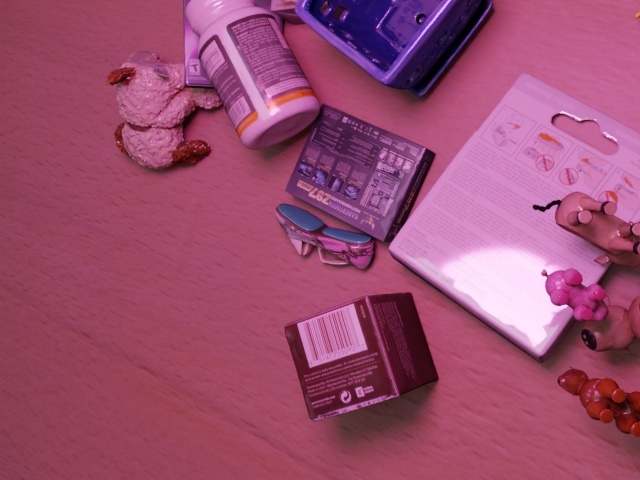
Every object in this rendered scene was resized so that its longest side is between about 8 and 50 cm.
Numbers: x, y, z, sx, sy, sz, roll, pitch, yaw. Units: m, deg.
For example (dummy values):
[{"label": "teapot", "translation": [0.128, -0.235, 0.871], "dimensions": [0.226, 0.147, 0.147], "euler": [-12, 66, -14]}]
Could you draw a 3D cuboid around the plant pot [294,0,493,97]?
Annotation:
[{"label": "plant pot", "translation": [0.140, -0.393, 1.255], "dimensions": [0.236, 0.212, 0.236], "euler": [45, 107, 22]}]

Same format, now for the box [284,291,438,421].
[{"label": "box", "translation": [0.074, 0.193, 1.271], "dimensions": [0.168, 0.203, 0.167], "euler": [-23, 78, 26]}]

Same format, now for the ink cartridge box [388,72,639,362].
[{"label": "ink cartridge box", "translation": [0.347, -0.044, 1.225], "dimensions": [0.308, 0.091, 0.385], "euler": [37, 88, 25]}]

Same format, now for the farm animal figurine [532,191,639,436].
[{"label": "farm animal figurine", "translation": [0.457, 0.091, 1.051], "dimensions": [0.326, 0.172, 0.331], "euler": [-3, 94, -1]}]

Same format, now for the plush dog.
[{"label": "plush dog", "translation": [-0.344, -0.256, 1.537], "dimensions": [0.262, 0.210, 0.226], "euler": [15, 119, 28]}]

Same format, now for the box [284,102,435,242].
[{"label": "box", "translation": [0.069, -0.125, 1.367], "dimensions": [0.232, 0.059, 0.184], "euler": [28, 98, 27]}]

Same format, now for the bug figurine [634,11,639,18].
[{"label": "bug figurine", "translation": [0.615, -0.332, 1.080], "dimensions": [0.216, 0.072, 0.279], "euler": [-40, 70, 20]}]

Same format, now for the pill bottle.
[{"label": "pill bottle", "translation": [-0.128, -0.320, 1.355], "dimensions": [0.162, 0.162, 0.279], "euler": [-30, 83, 24]}]

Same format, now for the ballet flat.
[{"label": "ballet flat", "translation": [0.000, 0.000, 1.399], "dimensions": [0.221, 0.077, 0.079], "euler": [22, 118, 26]}]

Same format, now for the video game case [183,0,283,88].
[{"label": "video game case", "translation": [-0.170, -0.432, 1.456], "dimensions": [0.195, 0.026, 0.275], "euler": [-1, 87, -16]}]

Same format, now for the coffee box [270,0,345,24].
[{"label": "coffee box", "translation": [-0.007, -0.548, 1.402], "dimensions": [0.141, 0.098, 0.247], "euler": [3, 89, 29]}]
